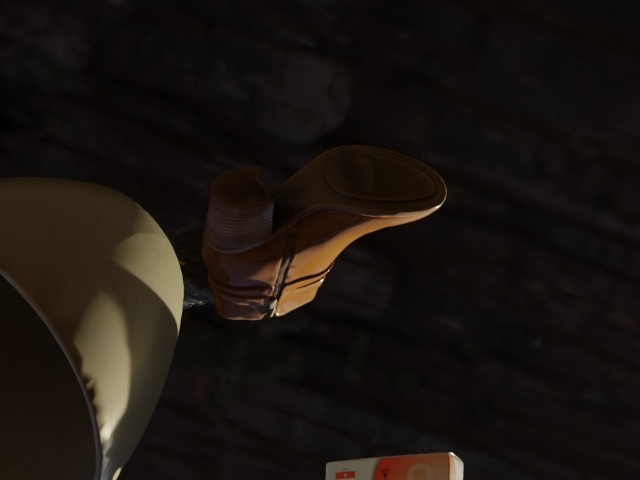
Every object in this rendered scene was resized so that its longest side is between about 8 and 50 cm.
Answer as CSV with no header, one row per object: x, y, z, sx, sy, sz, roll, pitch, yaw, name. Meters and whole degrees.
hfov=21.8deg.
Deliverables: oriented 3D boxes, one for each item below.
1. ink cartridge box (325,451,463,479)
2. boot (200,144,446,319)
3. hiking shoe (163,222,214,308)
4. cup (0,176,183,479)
0.071,0.310,1.699,0.145,0.179,0.045,-9,153,27,ink cartridge box
0.000,0.000,1.365,0.197,0.152,0.073,-2,-131,-5,boot
-0.138,0.030,1.761,0.227,0.086,0.114,8,164,3,hiking shoe
-0.259,0.073,1.518,0.331,0.331,0.237,23,-142,24,cup
